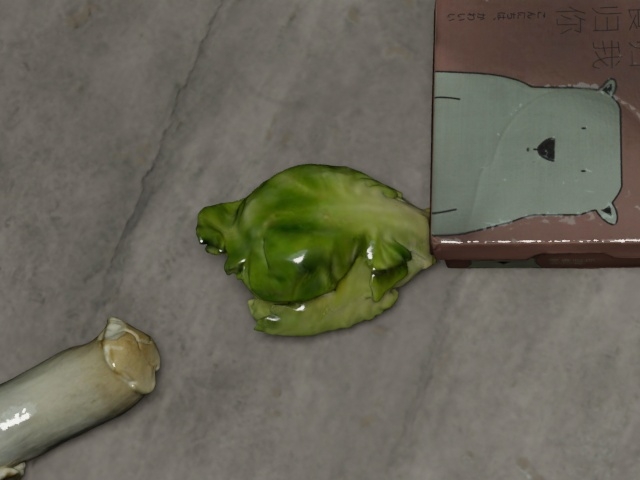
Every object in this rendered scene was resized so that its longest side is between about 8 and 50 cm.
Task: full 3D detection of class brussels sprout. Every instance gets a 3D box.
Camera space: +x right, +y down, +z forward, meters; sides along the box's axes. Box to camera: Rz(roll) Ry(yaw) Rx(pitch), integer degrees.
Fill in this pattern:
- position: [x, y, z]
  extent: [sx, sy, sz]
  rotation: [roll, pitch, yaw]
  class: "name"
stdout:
- position: [0.001, -0.002, 1.292]
  extent: [0.181, 0.100, 0.139]
  rotation: [-13, 59, 7]
  class: "brussels sprout"

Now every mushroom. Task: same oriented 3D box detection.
- position: [-0.251, 0.147, 1.284]
  extent: [0.278, 0.096, 0.099]
  rotation: [-28, 72, -5]
  class: "mushroom"

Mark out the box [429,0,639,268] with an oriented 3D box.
- position: [0.194, -0.085, 1.288]
  extent: [0.215, 0.086, 0.215]
  rotation: [0, 73, 8]
  class: "box"
